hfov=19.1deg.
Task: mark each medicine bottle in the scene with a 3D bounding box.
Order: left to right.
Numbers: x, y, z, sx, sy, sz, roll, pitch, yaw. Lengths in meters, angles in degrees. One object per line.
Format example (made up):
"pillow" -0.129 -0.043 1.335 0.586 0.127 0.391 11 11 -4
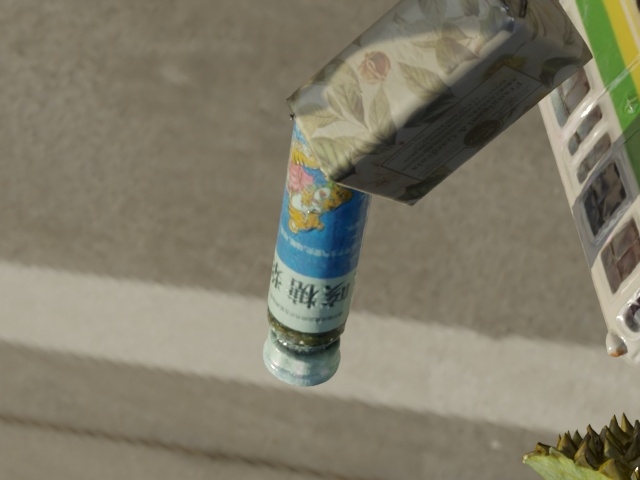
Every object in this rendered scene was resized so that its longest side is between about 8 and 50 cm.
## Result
"medicine bottle" 0.000 0.000 1.078 0.051 0.051 0.191 17 132 10

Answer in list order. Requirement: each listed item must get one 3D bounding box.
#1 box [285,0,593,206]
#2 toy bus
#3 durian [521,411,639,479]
"box" 0.042 -0.058 0.682 0.098 0.045 0.062 -42 150 25
"toy bus" 0.233 -0.062 1.150 0.143 0.305 0.179 18 133 -31
"durian" 0.221 0.220 1.019 0.166 0.172 0.306 -18 130 -3
